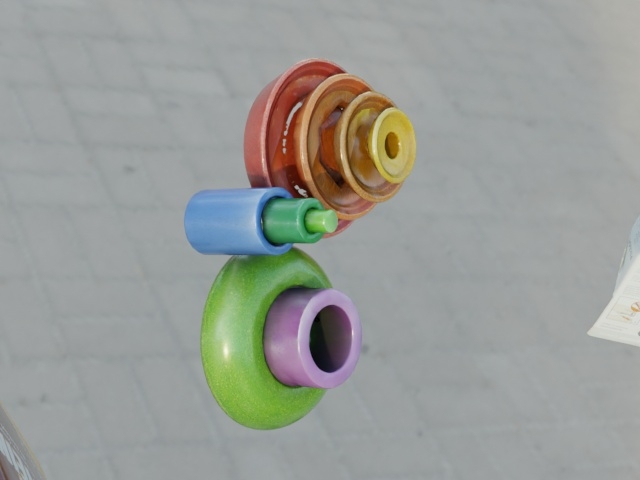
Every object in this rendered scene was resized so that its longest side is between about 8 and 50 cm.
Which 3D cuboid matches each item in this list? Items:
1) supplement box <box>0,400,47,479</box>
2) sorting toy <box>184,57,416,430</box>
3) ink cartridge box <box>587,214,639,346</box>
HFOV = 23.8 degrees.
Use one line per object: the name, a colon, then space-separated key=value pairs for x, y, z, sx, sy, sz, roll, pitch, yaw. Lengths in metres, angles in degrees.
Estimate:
supplement box: x=-0.193 y=0.166 z=0.622 sx=0.191 sy=0.129 sz=0.194 roll=-27 pitch=45 yaw=-9
sorting toy: x=0.000 y=0.000 z=0.398 sx=0.042 sy=0.102 sz=0.061 roll=1 pitch=-10 yaw=40
ink cartridge box: x=0.335 y=0.031 z=1.345 sx=0.145 sy=0.179 sz=0.045 roll=12 pitch=49 yaw=-9
